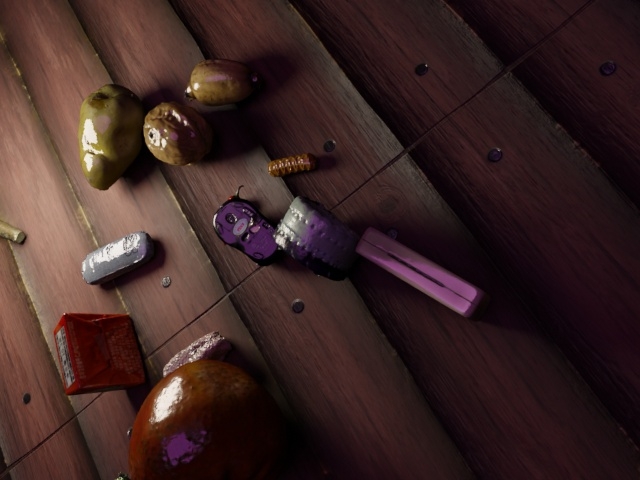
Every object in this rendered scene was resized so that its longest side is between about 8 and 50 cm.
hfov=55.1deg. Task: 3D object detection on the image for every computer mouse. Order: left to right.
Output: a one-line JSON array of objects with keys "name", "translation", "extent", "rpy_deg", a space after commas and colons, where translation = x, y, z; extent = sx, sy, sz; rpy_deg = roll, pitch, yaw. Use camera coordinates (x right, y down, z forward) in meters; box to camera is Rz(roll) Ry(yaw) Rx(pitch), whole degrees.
[{"name": "computer mouse", "translation": [-0.200, -0.022, 1.772], "extent": [0.233, 0.096, 0.137], "rpy_deg": [40, 97, 12]}]

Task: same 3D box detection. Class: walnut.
[{"name": "walnut", "translation": [-0.441, -0.327, 1.897], "extent": [0.245, 0.198, 0.198], "rpy_deg": [33, 94, 28]}]

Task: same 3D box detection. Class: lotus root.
[{"name": "lotus root", "translation": [-0.308, -0.496, 1.904], "extent": [0.257, 0.140, 0.154], "rpy_deg": [-3, 38, 14]}]

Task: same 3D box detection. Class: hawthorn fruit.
[{"name": "hawthorn fruit", "translation": [-0.286, 0.478, 1.563], "extent": [0.403, 0.403, 0.402], "rpy_deg": [-5, 77, 24]}]

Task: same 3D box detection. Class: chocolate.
[{"name": "chocolate", "translation": [-0.667, 0.341, 1.839], "extent": [0.108, 0.235, 0.237], "rpy_deg": [-32, 68, 27]}]

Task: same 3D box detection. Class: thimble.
[{"name": "thimble", "translation": [0.000, 0.000, 1.613], "extent": [0.237, 0.237, 0.150], "rpy_deg": [39, 100, 26]}]

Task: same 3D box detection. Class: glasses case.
[{"name": "glasses case", "translation": [-0.656, 0.059, 1.982], "extent": [0.283, 0.067, 0.109], "rpy_deg": [-22, 68, 18]}, {"name": "glasses case", "translation": [0.252, 0.082, 1.518], "extent": [0.336, 0.144, 0.076], "rpy_deg": [31, 92, 28]}]

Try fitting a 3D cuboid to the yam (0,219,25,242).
[{"name": "yam", "translation": [-1.186, -0.051, 2.254], "extent": [0.274, 0.061, 0.061], "rpy_deg": [19, 87, 26]}]

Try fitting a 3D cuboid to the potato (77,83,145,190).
[{"name": "potato", "translation": [-0.695, -0.336, 2.010], "extent": [0.218, 0.202, 0.350], "rpy_deg": [17, 94, 38]}]

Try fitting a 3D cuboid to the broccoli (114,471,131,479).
[{"name": "broccoli", "translation": [-0.451, 0.726, 1.644], "extent": [0.375, 0.249, 0.301], "rpy_deg": [3, 83, 31]}]

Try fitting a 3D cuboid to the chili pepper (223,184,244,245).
[{"name": "chili pepper", "translation": [-0.268, -0.077, 1.841], "extent": [0.059, 0.050, 0.191], "rpy_deg": [16, 94, 10]}]

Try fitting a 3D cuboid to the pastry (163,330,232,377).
[{"name": "pastry", "translation": [-0.368, 0.360, 1.768], "extent": [0.265, 0.103, 0.112], "rpy_deg": [-50, 57, 6]}]

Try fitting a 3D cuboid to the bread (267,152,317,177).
[{"name": "bread", "translation": [-0.083, -0.220, 1.790], "extent": [0.157, 0.044, 0.052], "rpy_deg": [-8, 82, 24]}]
